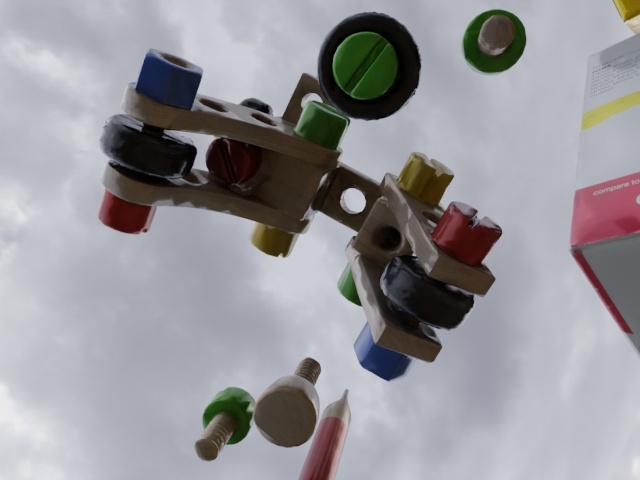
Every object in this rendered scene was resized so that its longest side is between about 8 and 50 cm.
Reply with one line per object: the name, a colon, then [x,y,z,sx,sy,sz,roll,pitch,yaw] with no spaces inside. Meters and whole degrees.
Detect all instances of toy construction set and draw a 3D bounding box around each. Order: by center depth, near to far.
toy construction set: [0.000,0.000,0.476,0.237,0.257,0.309,-48,-40,-73]

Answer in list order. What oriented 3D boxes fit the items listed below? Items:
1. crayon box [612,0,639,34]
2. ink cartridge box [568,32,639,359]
crayon box: [0.606,-0.402,0.901,0.363,0.313,0.106,-2,-114,-52]
ink cartridge box: [0.447,-0.056,0.771,0.279,0.160,0.385,46,-134,-26]
